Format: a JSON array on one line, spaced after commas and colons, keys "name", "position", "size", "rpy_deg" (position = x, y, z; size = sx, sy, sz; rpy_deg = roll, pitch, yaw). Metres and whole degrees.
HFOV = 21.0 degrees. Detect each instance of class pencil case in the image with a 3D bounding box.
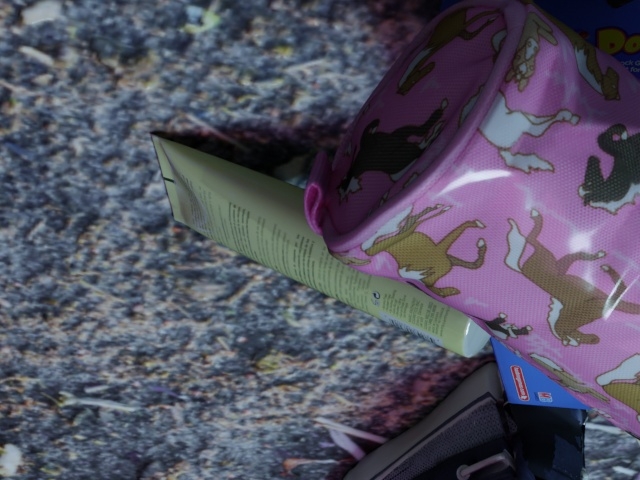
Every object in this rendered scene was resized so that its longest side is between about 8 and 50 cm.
[{"name": "pencil case", "position": [0.179, 0.029, 0.907], "size": [0.386, 0.167, 0.160], "rpy_deg": [35, 170, -20]}]

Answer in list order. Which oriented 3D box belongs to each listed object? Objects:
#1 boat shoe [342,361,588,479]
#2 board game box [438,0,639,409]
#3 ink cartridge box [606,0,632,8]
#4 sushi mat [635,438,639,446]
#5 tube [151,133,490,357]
[{"name": "boat shoe", "position": [0.103, 0.239, 1.389], "size": [0.127, 0.158, 0.340], "rpy_deg": [13, 143, -17]}, {"name": "board game box", "position": [0.210, -0.006, 1.071], "size": [0.233, 0.078, 0.347], "rpy_deg": [3, 147, 18]}, {"name": "ink cartridge box", "position": [0.236, -0.236, 0.799], "size": [0.333, 0.065, 0.165], "rpy_deg": [-25, 137, 30]}, {"name": "sushi mat", "position": [0.268, 0.109, 1.135], "size": [0.151, 0.019, 0.316], "rpy_deg": [-3, 145, 28]}, {"name": "tube", "position": [0.000, 0.000, 1.089], "size": [0.240, 0.062, 0.070], "rpy_deg": [22, 109, 22]}]
